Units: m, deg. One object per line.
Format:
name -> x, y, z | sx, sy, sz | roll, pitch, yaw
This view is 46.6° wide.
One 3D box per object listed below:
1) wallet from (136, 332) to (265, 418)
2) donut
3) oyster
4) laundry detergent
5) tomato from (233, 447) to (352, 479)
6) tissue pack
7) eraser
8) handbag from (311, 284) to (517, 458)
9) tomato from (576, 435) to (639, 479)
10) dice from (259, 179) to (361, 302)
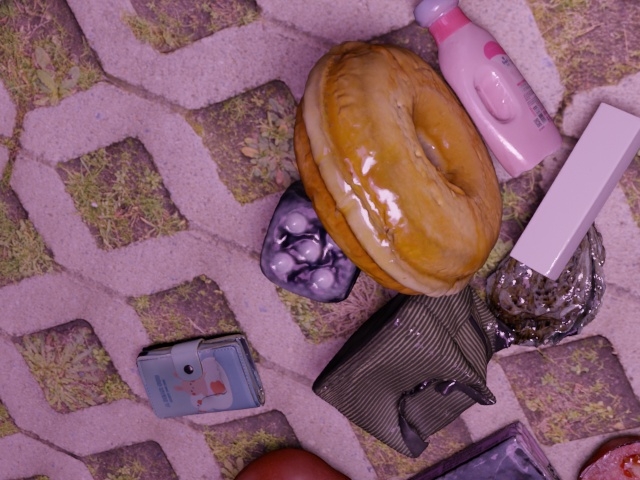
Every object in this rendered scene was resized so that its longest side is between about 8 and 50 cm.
wallet -> -0.259, 0.293, 1.593 | 0.250, 0.075, 0.176 | -11, 109, 17
donut -> 0.133, -0.119, 1.208 | 0.198, 0.449, 0.449 | -26, 99, 37
oyster -> 0.424, 0.079, 1.354 | 0.267, 0.112, 0.198 | -40, 73, 28
laundry detergent -> 0.277, -0.272, 1.260 | 0.335, 0.159, 0.088 | 55, 138, -1
tomato -> -0.063, 0.593, 1.503 | 0.321, 0.321, 0.322 | 4, 107, 13
tissue pack -> 0.321, 0.554, 1.502 | 0.361, 0.122, 0.259 | -35, 92, 22
eraser -> 0.439, -0.080, 1.264 | 0.078, 0.076, 0.298 | 34, 97, 29
handbag -> 0.177, 0.224, 1.364 | 0.240, 0.247, 0.341 | 41, 128, 1
tomato -> 0.603, 0.468, 1.426 | 0.225, 0.085, 0.225 | 3, 103, 11
dice -> 0.000, 0.000, 1.383 | 0.181, 0.182, 0.183 | 22, 108, 8
